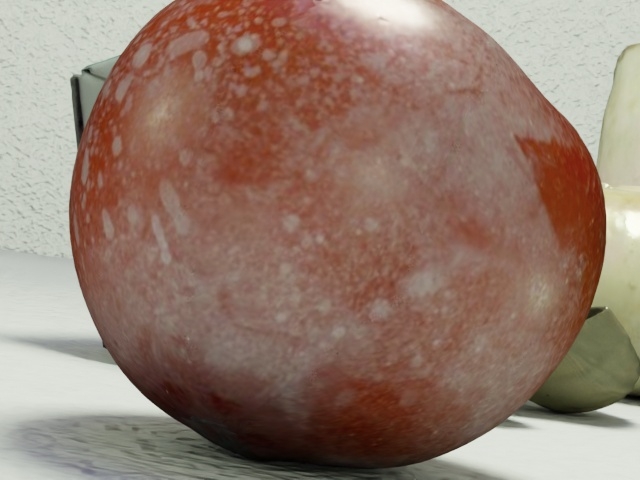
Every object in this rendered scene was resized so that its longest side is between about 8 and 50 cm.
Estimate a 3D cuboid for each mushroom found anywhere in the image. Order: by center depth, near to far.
[{"bbox_3d":[0.339,0.023,1.490,0.325,0.353,0.353,40,4,6],"label":"mushroom"}]

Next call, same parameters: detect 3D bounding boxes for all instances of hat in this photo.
[{"bbox_3d":[0.151,0.110,1.170,0.173,0.144,0.166,-36,8,-5],"label":"hat"}]

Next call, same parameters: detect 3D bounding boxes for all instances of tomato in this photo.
[{"bbox_3d":[0.000,0.000,0.736,0.270,0.227,0.270,22,-18,7],"label":"tomato"}]

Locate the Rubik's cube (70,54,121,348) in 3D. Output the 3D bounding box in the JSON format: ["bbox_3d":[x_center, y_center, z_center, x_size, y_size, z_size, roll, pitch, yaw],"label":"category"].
[{"bbox_3d":[-0.031,-0.036,1.136,0.231,0.221,0.224,-14,-13,27],"label":"Rubik's cube"}]
